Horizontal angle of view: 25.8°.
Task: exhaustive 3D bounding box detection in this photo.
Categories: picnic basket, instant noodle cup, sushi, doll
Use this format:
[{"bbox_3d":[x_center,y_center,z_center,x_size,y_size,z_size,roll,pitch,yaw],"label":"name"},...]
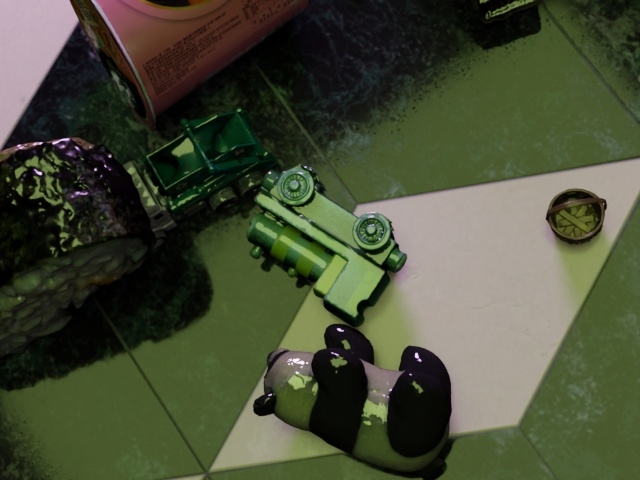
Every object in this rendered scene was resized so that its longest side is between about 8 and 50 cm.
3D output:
[{"bbox_3d":[0.300,-0.032,1.637,0.072,0.083,0.072,-2,75,7],"label":"picnic basket"},{"bbox_3d":[-0.159,-0.296,1.708,0.255,0.244,0.244,-32,74,-10],"label":"instant noodle cup"},{"bbox_3d":[-0.351,0.011,1.626,0.350,0.211,0.170,-38,71,33],"label":"sushi"},{"bbox_3d":[0.044,0.179,1.593,0.234,0.143,0.135,20,100,6],"label":"doll"}]

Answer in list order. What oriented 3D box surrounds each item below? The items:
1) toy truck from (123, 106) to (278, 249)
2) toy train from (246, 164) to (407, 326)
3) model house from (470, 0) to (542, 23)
[{"bbox_3d":[-0.170,-0.083,1.698,0.216,0.116,0.110,-30,74,0],"label":"toy truck"},{"bbox_3d":[0.000,0.000,1.674,0.200,0.083,0.132,32,86,15],"label":"toy train"},{"bbox_3d":[0.229,-0.353,1.714,0.165,0.106,0.152,-23,72,6],"label":"model house"}]
